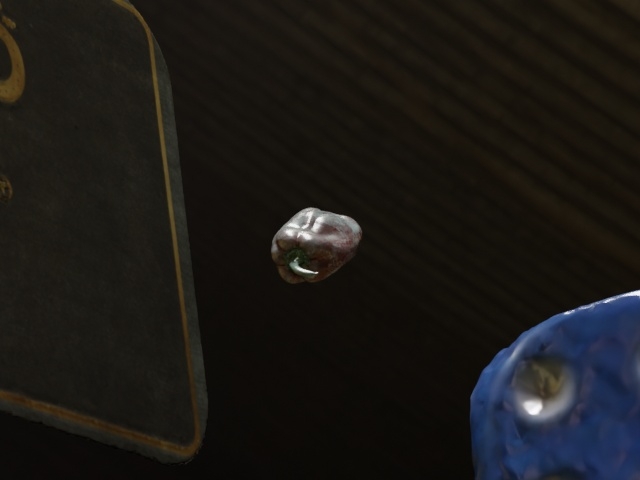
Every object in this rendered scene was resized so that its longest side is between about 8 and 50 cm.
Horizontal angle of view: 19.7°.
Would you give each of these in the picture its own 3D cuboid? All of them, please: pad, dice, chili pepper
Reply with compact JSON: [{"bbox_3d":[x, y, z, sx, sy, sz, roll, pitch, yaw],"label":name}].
[{"bbox_3d":[-0.145,-0.095,0.724,0.063,0.315,0.375,-23,-28,25],"label":"pad"},{"bbox_3d":[0.159,0.112,0.865,0.146,0.146,0.143,-17,-29,26],"label":"dice"},{"bbox_3d":[0.001,-0.001,1.258,0.050,0.041,0.153,40,22,3],"label":"chili pepper"}]
